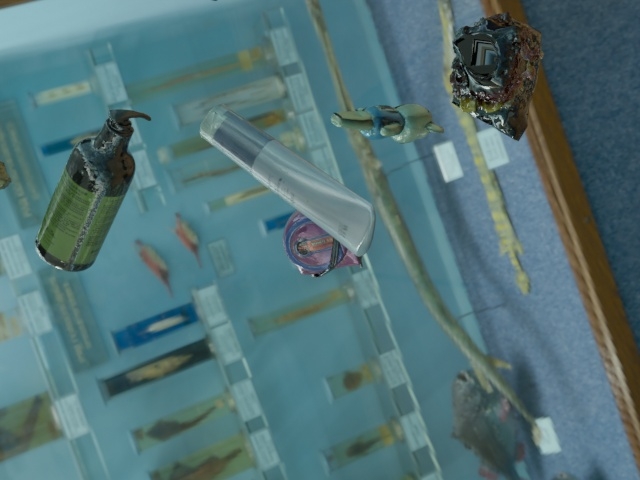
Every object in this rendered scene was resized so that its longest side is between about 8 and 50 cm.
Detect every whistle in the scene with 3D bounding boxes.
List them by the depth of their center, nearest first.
[{"bbox_3d":[0.123,-0.221,1.569,0.114,0.235,0.077,44,129,44],"label":"whistle"}]

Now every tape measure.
[{"bbox_3d":[0.000,0.000,1.359,0.074,0.118,0.125,-72,-33,-67],"label":"tape measure"}]

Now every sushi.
[{"bbox_3d":[0.279,-0.281,1.337,0.153,0.150,0.172,36,106,27],"label":"sushi"}]

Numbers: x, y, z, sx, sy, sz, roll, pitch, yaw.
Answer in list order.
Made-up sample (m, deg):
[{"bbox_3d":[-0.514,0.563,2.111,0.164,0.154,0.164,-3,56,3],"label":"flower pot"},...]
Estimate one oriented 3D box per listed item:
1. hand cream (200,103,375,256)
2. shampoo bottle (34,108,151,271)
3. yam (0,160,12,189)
[{"bbox_3d":[-0.038,-0.074,0.968,0.255,0.048,0.079,36,146,20],"label":"hand cream"},{"bbox_3d":[-0.348,-0.082,1.268,0.284,0.101,0.101,-58,48,29],"label":"shampoo bottle"},{"bbox_3d":[-0.777,-0.095,1.634,0.067,0.317,0.071,118,133,-64],"label":"yam"}]
